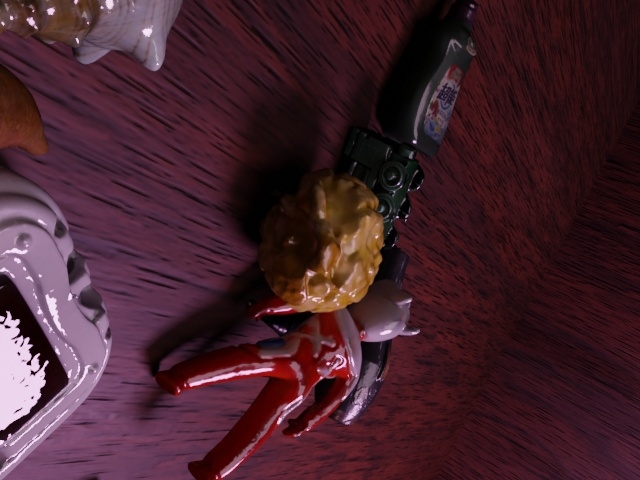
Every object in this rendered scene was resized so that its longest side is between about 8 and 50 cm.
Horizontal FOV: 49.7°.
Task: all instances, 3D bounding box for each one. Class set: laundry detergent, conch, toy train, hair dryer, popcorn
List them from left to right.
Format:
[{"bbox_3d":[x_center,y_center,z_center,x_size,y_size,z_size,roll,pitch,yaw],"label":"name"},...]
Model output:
[{"bbox_3d":[-0.142,-0.171,0.475,0.234,0.114,0.137,-21,146,-59],"label":"conch"},{"bbox_3d":[0.000,0.000,0.816,0.170,0.180,0.180,24,95,-23],"label":"popcorn"},{"bbox_3d":[0.016,0.110,1.029,0.359,0.120,0.303,32,78,-54],"label":"hair dryer"},{"bbox_3d":[0.068,-0.060,0.928,0.071,0.111,0.170,-9,125,-56],"label":"toy train"},{"bbox_3d":[0.167,-0.234,0.972,0.144,0.078,0.221,11,103,-63],"label":"laundry detergent"}]

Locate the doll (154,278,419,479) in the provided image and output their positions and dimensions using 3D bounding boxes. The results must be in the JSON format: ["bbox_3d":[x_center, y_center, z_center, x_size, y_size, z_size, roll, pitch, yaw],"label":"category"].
[{"bbox_3d":[-0.018,0.149,0.896,0.384,0.099,0.188,-22,108,-32],"label":"doll"}]

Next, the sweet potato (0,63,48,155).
[{"bbox_3d":[-0.267,-0.069,0.343,0.354,0.095,0.106,-38,132,-64],"label":"sweet potato"}]

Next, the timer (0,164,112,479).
[{"bbox_3d":[-0.270,0.083,0.505,0.237,0.087,0.262,-44,148,-31],"label":"timer"}]
